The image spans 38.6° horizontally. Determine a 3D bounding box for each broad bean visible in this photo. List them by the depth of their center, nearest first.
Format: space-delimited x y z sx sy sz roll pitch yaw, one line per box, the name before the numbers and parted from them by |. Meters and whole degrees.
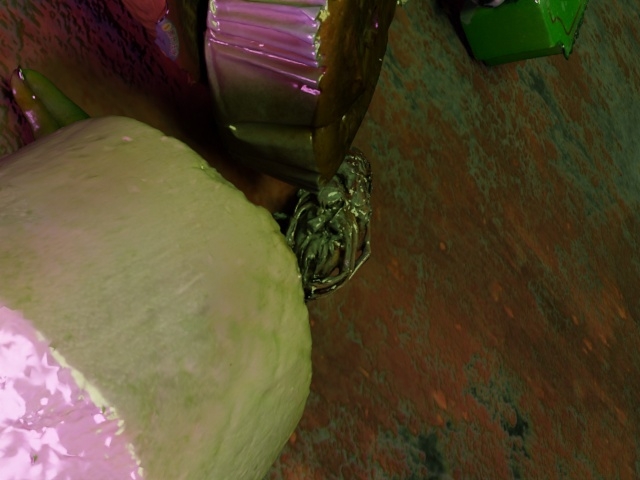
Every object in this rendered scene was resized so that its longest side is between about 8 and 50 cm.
broad bean | -0.149 -0.022 0.606 0.061 0.046 0.196 -21 98 -53

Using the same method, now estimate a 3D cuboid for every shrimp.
shrimp | -0.001 0.000 0.760 0.190 0.074 0.073 -59 157 -28

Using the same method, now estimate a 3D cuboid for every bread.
bread | -0.005 -0.167 0.701 0.192 0.109 0.210 87 18 -53

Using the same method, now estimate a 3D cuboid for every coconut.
coconut | -0.140 0.076 0.446 0.244 0.239 0.239 -45 115 -47

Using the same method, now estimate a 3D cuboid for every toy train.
toy train | 0.236 -0.322 1.080 0.188 0.132 0.243 61 42 -31

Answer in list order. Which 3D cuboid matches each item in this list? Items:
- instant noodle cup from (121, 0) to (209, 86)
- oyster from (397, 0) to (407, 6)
instant noodle cup | -0.098 -0.251 0.648 0.274 0.090 0.274 12 90 -80
oyster | 0.056 -0.341 0.920 0.132 0.072 0.209 -29 111 -29
